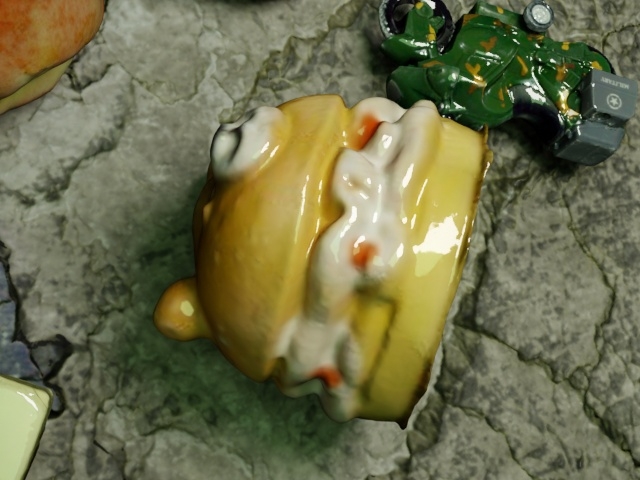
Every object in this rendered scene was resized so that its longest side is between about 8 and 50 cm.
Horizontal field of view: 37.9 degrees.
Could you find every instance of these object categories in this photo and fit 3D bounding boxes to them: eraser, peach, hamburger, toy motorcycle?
[{"bbox_3d":[-0.254,0.166,0.729,0.058,0.172,0.117,23,76,-11],"label":"eraser"},{"bbox_3d":[-0.301,-0.231,0.755,0.232,0.232,0.257,-38,102,-16],"label":"peach"},{"bbox_3d":[0.000,0.000,0.780,0.236,0.276,0.276,15,78,2],"label":"hamburger"},{"bbox_3d":[0.179,-0.141,0.909,0.274,0.125,0.187,14,69,-11],"label":"toy motorcycle"}]
